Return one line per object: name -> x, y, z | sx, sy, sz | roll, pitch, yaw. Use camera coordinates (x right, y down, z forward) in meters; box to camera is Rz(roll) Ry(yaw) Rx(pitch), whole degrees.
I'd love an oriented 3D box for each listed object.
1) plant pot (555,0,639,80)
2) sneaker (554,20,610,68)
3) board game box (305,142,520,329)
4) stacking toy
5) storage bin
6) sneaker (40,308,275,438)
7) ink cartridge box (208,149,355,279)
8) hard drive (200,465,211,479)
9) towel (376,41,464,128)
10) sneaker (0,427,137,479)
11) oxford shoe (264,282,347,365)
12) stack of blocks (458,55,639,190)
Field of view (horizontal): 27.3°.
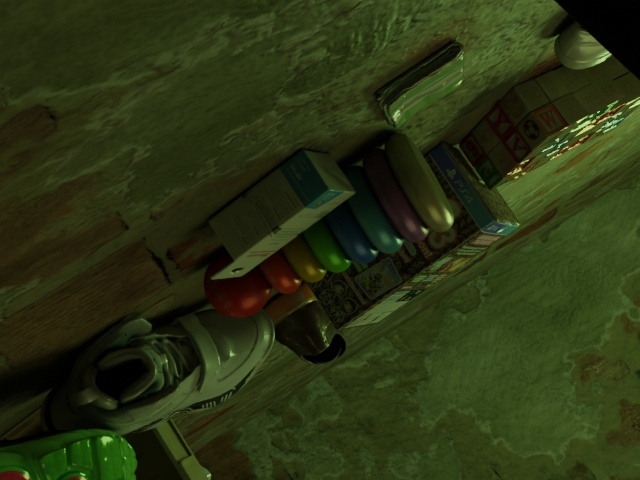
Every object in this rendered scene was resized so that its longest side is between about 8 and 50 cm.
plant pot -> 0.352, -0.288, 1.302 | 0.187, 0.188, 0.167 | -23, 152, -43
sneaker -> 0.405, -0.291, 1.693 | 0.212, 0.080, 0.094 | -28, 165, -14
board game box -> 0.134, -0.002, 2.021 | 0.291, 0.141, 0.232 | -35, 169, 13
stacking toy -> 0.000, 0.000, 1.695 | 0.330, 0.141, 0.141 | -30, 170, 10
storage bin -> -0.327, 0.356, 1.958 | 0.260, 0.262, 0.123 | -37, 170, 19
sneaker -> -0.203, 0.172, 1.821 | 0.366, 0.137, 0.210 | -24, 170, -25
ink cartridge box -> -0.058, -0.029, 1.546 | 0.180, 0.060, 0.104 | -36, 170, 15
hard drive -> -0.386, 0.416, 2.210 | 0.353, 0.233, 0.047 | -19, 127, -52
towel -> 0.120, -0.174, 1.519 | 0.113, 0.023, 0.152 | -33, 170, 3
sneaker -> -0.414, 0.303, 1.638 | 0.483, 0.202, 0.185 | 12, 92, -54
oxford shoe -> -0.019, 0.171, 2.386 | 0.130, 0.132, 0.364 | -34, 170, 3
stack of blocks -> 0.372, -0.198, 1.981 | 0.297, 0.087, 0.171 | -26, 167, -33
